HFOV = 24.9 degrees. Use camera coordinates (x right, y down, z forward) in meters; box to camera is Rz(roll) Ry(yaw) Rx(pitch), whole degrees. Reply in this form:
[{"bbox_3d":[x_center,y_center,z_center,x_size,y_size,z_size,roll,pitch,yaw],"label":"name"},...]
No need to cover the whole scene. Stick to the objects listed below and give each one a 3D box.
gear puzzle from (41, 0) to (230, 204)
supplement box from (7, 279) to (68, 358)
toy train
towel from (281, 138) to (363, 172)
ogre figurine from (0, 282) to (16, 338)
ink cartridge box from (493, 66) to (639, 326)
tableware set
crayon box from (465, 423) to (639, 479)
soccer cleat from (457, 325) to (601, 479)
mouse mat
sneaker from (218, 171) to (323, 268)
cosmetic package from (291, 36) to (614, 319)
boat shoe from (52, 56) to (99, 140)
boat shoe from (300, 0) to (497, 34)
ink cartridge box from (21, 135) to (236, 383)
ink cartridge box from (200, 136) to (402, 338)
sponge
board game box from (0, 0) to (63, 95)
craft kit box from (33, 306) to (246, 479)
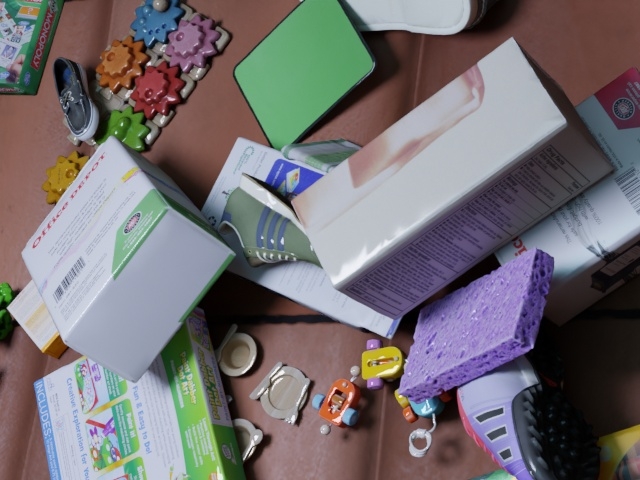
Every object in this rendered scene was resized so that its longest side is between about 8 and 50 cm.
[{"bbox_3d":[-0.282,-0.192,1.993,0.175,0.044,0.339,37,91,34],"label":"gear puzzle"},{"bbox_3d":[-0.364,0.102,1.925,0.062,0.036,0.098,-47,57,4],"label":"supplement box"},{"bbox_3d":[0.078,0.184,1.651,0.166,0.046,0.125,17,81,36],"label":"toy train"},{"bbox_3d":[0.041,-0.085,1.737,0.152,0.113,0.023,27,116,37],"label":"towel"},{"bbox_3d":[-0.490,0.144,1.943,0.118,0.097,0.197,9,86,19],"label":"ogre figurine"},{"bbox_3d":[0.299,-0.045,1.585,0.237,0.100,0.172,-35,57,13],"label":"ink cartridge box"},{"bbox_3d":[-0.098,0.189,1.757,0.169,0.020,0.141,37,90,33],"label":"tableware set"},{"bbox_3d":[0.298,0.306,1.459,0.323,0.083,0.203,-22,62,19],"label":"crayon box"},{"bbox_3d":[0.201,0.187,1.485,0.116,0.109,0.318,-49,20,19],"label":"soccer cleat"},{"bbox_3d":[-0.024,-0.220,1.854,0.190,0.007,0.152,-41,62,27],"label":"mouse mat"},{"bbox_3d":[-0.049,0.002,1.710,0.192,0.064,0.086,40,100,34],"label":"sneaker"},{"bbox_3d":[0.138,-0.060,1.532,0.296,0.153,0.129,-35,59,15],"label":"cosmetic package"},{"bbox_3d":[-0.341,-0.195,1.986,0.049,0.040,0.142,-36,50,20],"label":"boat shoe"},{"bbox_3d":[0.089,-0.330,1.837,0.319,0.116,0.099,19,37,39],"label":"boat shoe"},{"bbox_3d":[-0.244,0.016,1.781,0.201,0.117,0.278,-52,30,4],"label":"ink cartridge box"},{"bbox_3d":[0.000,0.000,1.753,0.333,0.065,0.165,23,83,35],"label":"ink cartridge box"},{"bbox_3d":[0.163,0.093,1.530,0.210,0.031,0.117,-35,29,52],"label":"sponge"},{"bbox_3d":[-0.534,-0.326,2.182,0.317,0.046,0.213,5,72,30],"label":"board game box"},{"bbox_3d":[-0.227,0.236,1.776,0.247,0.061,0.249,-30,58,23],"label":"craft kit box"}]
